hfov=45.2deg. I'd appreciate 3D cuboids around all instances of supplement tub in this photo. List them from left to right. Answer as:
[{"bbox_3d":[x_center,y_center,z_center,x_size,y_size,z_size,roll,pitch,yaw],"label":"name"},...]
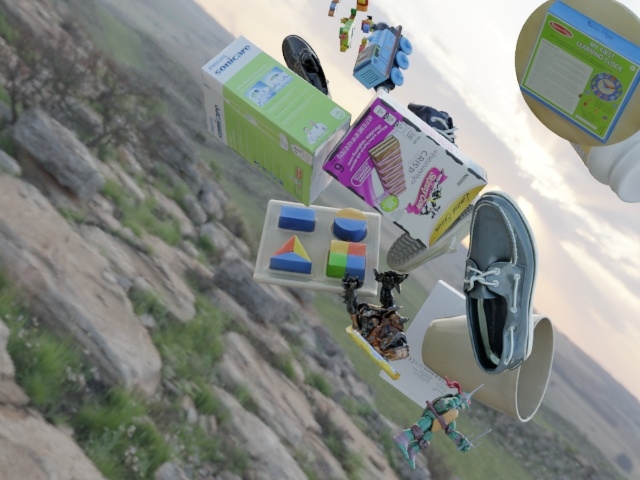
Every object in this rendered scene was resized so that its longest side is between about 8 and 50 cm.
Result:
[{"bbox_3d":[0.662,-0.271,1.697,0.241,0.241,0.331,33,28,-51],"label":"supplement tub"}]

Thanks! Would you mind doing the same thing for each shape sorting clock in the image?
[{"bbox_3d":[0.342,-0.219,0.994,0.206,0.040,0.206,37,-33,30],"label":"shape sorting clock"}]

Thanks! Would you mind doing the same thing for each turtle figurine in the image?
[{"bbox_3d":[0.275,0.408,1.720,0.175,0.234,0.118,58,-6,-31],"label":"turtle figurine"}]

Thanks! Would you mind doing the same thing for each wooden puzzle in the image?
[{"bbox_3d":[0.000,0.000,2.063,0.322,0.081,0.348,7,41,0],"label":"wooden puzzle"}]

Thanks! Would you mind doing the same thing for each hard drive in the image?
[{"bbox_3d":[0.328,0.298,2.094,0.210,0.319,0.040,35,15,17],"label":"hard drive"}]

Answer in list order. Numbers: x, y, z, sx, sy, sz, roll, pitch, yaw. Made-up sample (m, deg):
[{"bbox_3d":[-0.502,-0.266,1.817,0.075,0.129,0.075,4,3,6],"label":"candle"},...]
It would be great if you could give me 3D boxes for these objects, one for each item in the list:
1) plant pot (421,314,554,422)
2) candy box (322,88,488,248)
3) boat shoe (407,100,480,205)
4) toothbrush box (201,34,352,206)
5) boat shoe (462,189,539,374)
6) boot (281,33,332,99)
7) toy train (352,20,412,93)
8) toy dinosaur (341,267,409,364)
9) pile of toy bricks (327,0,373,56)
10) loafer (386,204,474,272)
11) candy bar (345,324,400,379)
[{"bbox_3d":[0.400,0.281,1.893,0.274,0.257,0.256,11,-11,34],"label":"plant pot"},{"bbox_3d":[0.142,-0.118,1.295,0.233,0.159,0.071,36,24,-7],"label":"candy box"},{"bbox_3d":[0.258,-0.203,1.691,0.127,0.158,0.340,18,14,-34],"label":"boat shoe"},{"bbox_3d":[-0.089,-0.231,1.512,0.283,0.122,0.206,36,-24,15],"label":"toothbrush box"},{"bbox_3d":[0.298,0.077,1.305,0.116,0.320,0.099,6,19,41],"label":"boat shoe"},{"bbox_3d":[-0.031,-0.467,2.059,0.263,0.091,0.229,61,1,5],"label":"boot"},{"bbox_3d":[0.137,-0.398,1.664,0.105,0.080,0.184,37,53,-29],"label":"toy train"},{"bbox_3d":[0.120,0.191,1.881,0.164,0.219,0.322,-14,15,-38],"label":"toy dinosaur"},{"bbox_3d":[0.073,-0.541,1.971,0.118,0.105,0.212,11,-40,9],"label":"pile of toy bricks"},{"bbox_3d":[0.282,-0.001,1.847,0.092,0.268,0.102,58,-4,-38],"label":"loafer"},{"bbox_3d":[0.116,0.250,1.705,0.161,0.018,0.040,44,14,8],"label":"candy bar"}]
